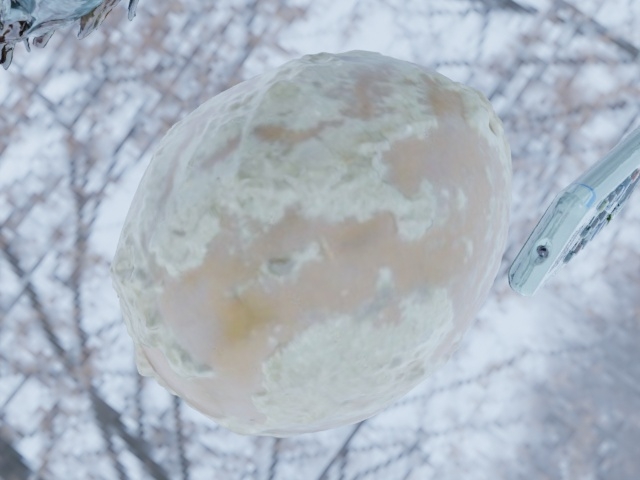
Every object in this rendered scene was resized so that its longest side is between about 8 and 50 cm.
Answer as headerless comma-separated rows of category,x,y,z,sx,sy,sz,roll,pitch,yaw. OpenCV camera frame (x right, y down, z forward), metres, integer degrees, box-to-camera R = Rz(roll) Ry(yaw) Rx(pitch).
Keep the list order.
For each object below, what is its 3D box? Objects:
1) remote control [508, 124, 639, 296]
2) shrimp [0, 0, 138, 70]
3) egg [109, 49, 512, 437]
remote control,0.114,-0.016,0.764,0.124,0.018,0.053,-34,-24,-58
shrimp,-0.104,-0.128,0.730,0.090,0.079,0.233,-2,-36,-37
egg,0.000,0.000,1.012,0.245,0.203,0.203,-38,-18,-15
